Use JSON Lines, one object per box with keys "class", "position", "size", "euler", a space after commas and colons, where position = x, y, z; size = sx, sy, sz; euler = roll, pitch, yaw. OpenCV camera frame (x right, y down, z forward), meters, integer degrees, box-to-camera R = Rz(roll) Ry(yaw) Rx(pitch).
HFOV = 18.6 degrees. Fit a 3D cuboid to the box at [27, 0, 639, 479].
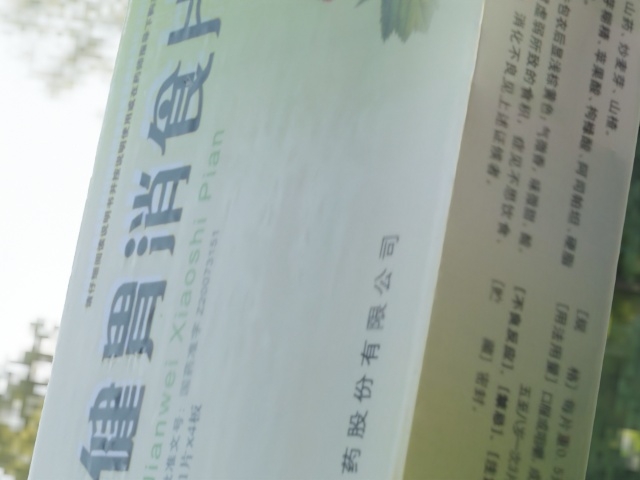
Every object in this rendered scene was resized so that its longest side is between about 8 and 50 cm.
{"class": "box", "position": [0.001, 0.001, 0.528], "size": [0.175, 0.062, 0.260], "euler": [-7, 70, 54]}
